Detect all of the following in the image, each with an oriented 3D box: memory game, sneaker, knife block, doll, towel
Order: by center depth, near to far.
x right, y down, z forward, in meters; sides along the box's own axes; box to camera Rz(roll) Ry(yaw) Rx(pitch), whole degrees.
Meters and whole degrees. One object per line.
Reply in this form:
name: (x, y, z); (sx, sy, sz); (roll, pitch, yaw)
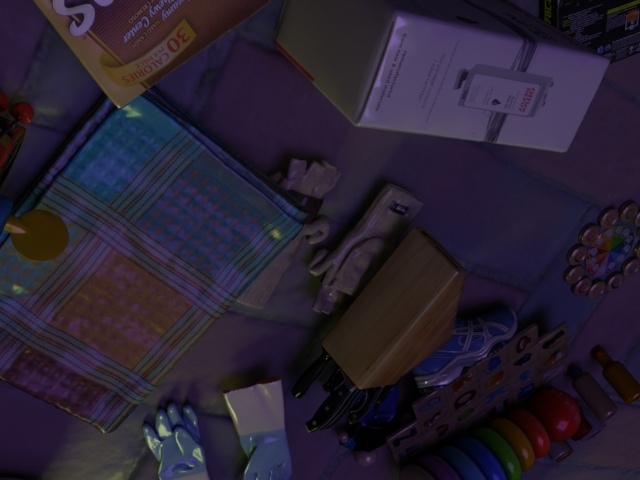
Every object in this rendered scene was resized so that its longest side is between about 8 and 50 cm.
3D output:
towel: (-0.221, 0.034, 0.948); (0.271, 0.040, 0.370); (37, 99, -30)
knife block: (0.065, 0.137, 1.135); (0.242, 0.088, 0.275); (-32, 152, -20)
sneaker: (0.215, 0.144, 1.277); (0.211, 0.080, 0.081); (-29, 90, -32)
doll: (0.085, 0.278, 1.319); (0.129, 0.046, 0.189); (-6, 124, -25)
memory game: (0.473, 0.018, 1.386); (0.186, 0.012, 0.186); (-16, 128, -21)

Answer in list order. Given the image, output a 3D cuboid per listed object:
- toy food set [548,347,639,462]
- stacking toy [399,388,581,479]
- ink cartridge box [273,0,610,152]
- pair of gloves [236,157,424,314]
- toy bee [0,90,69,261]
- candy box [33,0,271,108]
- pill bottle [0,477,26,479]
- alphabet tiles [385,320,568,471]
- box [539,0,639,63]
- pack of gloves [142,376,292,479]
toy food set: (0.458, 0.304, 1.543); (0.111, 0.104, 0.232); (-10, 145, -40)
stacking toy: (0.297, 0.351, 1.414); (0.330, 0.141, 0.141); (-31, 132, -17)
ink cartridge box: (0.124, -0.199, 0.902); (0.283, 0.207, 0.117); (2, 121, -32)
pair of gloves: (0.000, 0.000, 1.081); (0.240, 0.042, 0.204); (13, 110, -38)
toy bee: (-0.316, -0.053, 0.799); (0.298, 0.162, 0.195); (-28, 122, 32)
candy box: (-0.197, -0.292, 0.731); (0.183, 0.087, 0.316); (-36, 132, -4)
pill bottle: (-0.436, 0.465, 1.057); (0.181, 0.181, 0.323); (22, 109, -38)
alphabet tiles: (0.264, 0.264, 1.398); (0.343, 0.011, 0.285); (-31, 143, -6)
box: (0.364, -0.311, 1.073); (0.191, 0.045, 0.184); (-23, 128, -14)
pack of gloves: (-0.144, 0.291, 1.212); (0.195, 0.046, 0.232); (-11, 124, -9)
